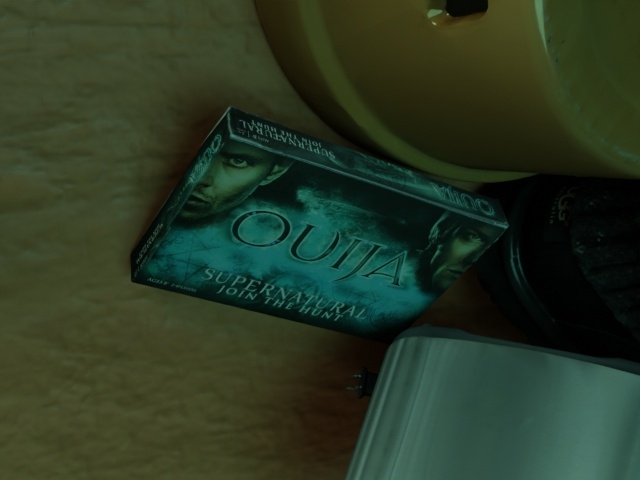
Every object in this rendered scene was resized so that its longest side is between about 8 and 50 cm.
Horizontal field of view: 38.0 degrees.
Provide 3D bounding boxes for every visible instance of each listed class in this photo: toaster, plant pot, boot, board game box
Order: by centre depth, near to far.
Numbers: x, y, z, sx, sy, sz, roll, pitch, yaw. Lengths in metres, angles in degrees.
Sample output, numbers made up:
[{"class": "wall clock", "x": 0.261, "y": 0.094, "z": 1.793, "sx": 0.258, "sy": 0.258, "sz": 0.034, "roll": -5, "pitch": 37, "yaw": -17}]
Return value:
[{"class": "plant pot", "x": 0.131, "y": -0.151, "z": 0.478, "sx": 0.291, "sy": 0.203, "sz": 0.290, "roll": -9, "pitch": 114, "yaw": -22}, {"class": "board game box", "x": 0.000, "y": 0.000, "z": 0.545, "sx": 0.186, "sy": 0.026, "sz": 0.126, "roll": 16, "pitch": 133, "yaw": -28}, {"class": "toaster", "x": 0.102, "y": 0.145, "z": 0.546, "sx": 0.129, "sy": 0.227, "sz": 0.146, "roll": 82, "pitch": 26, "yaw": -43}, {"class": "boot", "x": 0.283, "y": 0.066, "z": 0.581, "sx": 0.348, "sy": 0.260, "sz": 0.131, "roll": 36, "pitch": 67, "yaw": -30}]
